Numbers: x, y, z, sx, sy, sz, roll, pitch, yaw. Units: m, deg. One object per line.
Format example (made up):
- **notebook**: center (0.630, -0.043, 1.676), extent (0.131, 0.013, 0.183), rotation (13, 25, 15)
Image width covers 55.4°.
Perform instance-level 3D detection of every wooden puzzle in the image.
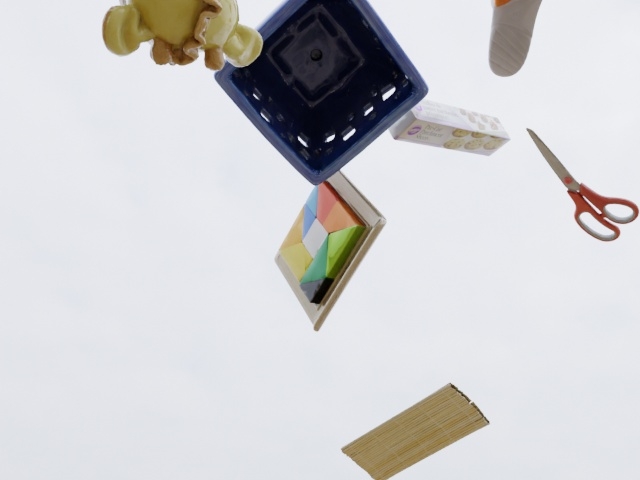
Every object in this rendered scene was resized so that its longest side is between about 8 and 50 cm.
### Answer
- **wooden puzzle**: center (0.000, 0.000, 1.030), extent (0.044, 0.239, 0.221), rotation (18, -67, -31)

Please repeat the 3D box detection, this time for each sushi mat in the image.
- **sushi mat**: center (0.207, 0.434, 1.351), extent (0.316, 0.019, 0.151), rotation (-38, -70, 22)

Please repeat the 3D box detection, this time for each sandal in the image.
- **sandal**: center (0.362, -0.449, 1.151), extent (0.101, 0.076, 0.265), rotation (8, -66, -3)

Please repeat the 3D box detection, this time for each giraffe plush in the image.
- **giraffe plush**: center (-0.103, -0.224, 0.472), extent (0.181, 0.210, 0.171), rotation (2, -69, -14)

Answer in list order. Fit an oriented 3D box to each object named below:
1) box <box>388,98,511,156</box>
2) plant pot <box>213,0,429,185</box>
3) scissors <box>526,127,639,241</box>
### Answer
- **box**: center (0.256, -0.221, 1.201), extent (0.324, 0.063, 0.067), rotation (1, -33, -44)
- **plant pot**: center (-0.002, -0.268, 0.951), extent (0.236, 0.212, 0.236), rotation (-38, -66, 15)
- **scissors**: center (0.481, -0.099, 1.178), extent (0.297, 0.021, 0.109), rotation (33, -43, -8)
